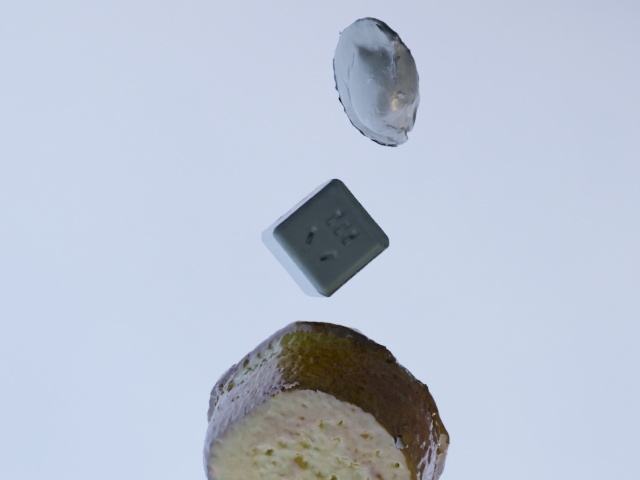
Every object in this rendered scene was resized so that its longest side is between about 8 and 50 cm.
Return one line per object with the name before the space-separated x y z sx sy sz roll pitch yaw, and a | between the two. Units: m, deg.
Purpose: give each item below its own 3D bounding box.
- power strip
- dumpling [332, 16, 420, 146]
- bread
power strip | 0.000 0.000 2.089 0.139 0.140 0.224 50 172 -5
dumpling | 0.090 -0.276 2.259 0.173 0.247 0.142 18 -139 30
bread | 0.000 0.325 2.060 0.398 0.398 0.215 39 -151 -7
